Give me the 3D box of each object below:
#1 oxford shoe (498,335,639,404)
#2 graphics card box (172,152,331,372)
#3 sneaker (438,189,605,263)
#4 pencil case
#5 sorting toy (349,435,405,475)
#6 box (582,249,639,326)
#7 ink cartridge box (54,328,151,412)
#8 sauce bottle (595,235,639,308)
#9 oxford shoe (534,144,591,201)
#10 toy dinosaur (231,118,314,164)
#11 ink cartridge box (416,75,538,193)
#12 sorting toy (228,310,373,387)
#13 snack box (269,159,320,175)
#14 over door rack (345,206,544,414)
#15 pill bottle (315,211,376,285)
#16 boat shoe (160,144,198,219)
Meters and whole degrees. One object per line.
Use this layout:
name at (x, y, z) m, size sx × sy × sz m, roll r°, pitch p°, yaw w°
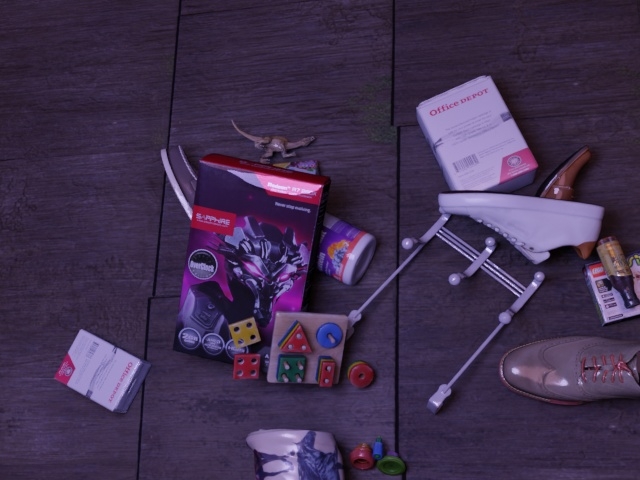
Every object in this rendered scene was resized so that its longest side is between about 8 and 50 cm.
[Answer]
oxford shoe at (0.480, 0.210, 1.240) m, size 0.348 × 0.130 × 0.123 m, roll -3°, pitch 72°, yaw 11°
graphics card box at (-0.128, 0.046, 1.347) m, size 0.232 × 0.094 × 0.371 m, roll 13°, pitch 103°, yaw 7°
sneaker at (0.348, -0.022, 1.302) m, size 0.290 × 0.106 × 0.123 m, roll 9°, pitch 98°, yaw 5°
pencil case at (-0.032, 0.511, 1.228) m, size 0.183 × 0.159 × 0.410 m, roll -28°, pitch 61°, yaw 42°
sorting toy at (0.102, 0.381, 1.311) m, size 0.101 × 0.061 × 0.042 m, roll 7°, pitch 39°, yaw 6°
box at (0.590, 0.072, 1.312) m, size 0.207 × 0.036 × 0.114 m, roll -15°, pitch 70°, yaw 7°
ink cartridge box at (-0.426, 0.258, 1.447) m, size 0.150 × 0.063 × 0.109 m, roll 23°, pitch 78°, yaw 17°
sauce bottle at (0.524, 0.056, 1.289) m, size 0.042 × 0.042 × 0.128 m, roll -20°, pitch 70°, yaw 5°
oxford shoe at (0.447, -0.084, 1.381) m, size 0.076 × 0.076 × 0.212 m, roll 38°, pitch 92°, yaw 6°
toy dinosaur at (-0.108, -0.199, 1.528) m, size 0.183 × 0.053 × 0.093 m, roll 10°, pitch 35°, yaw 5°
ink cartridge box at (0.300, -0.188, 1.427) m, size 0.158 × 0.092 × 0.218 m, roll -23°, pitch 71°, yaw 4°
sorting toy at (-0.028, 0.196, 1.298) m, size 0.274 × 0.046 × 0.132 m, roll 5°, pitch 103°, yaw -16°
snack box at (-0.076, -0.117, 1.486) m, size 0.141 × 0.037 × 0.100 m, roll -5°, pitch 39°, yaw 10°
over door rack at (0.218, 0.116, 1.338) m, size 0.239 × 0.108 × 0.324 m, roll 39°, pitch 84°, yaw 21°
pill bottle at (0.000, 0.000, 1.419) m, size 0.193 × 0.108 × 0.108 m, roll 26°, pitch 79°, yaw 18°
boat shoe at (-0.220, -0.064, 1.483) m, size 0.096 × 0.116 × 0.324 m, roll -29°, pitch 73°, yaw 1°
